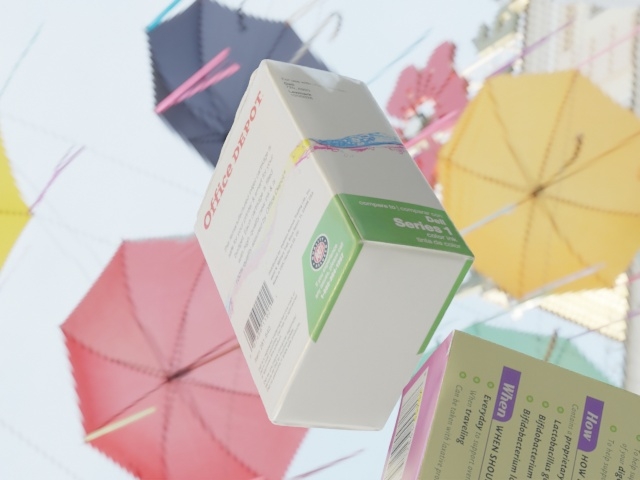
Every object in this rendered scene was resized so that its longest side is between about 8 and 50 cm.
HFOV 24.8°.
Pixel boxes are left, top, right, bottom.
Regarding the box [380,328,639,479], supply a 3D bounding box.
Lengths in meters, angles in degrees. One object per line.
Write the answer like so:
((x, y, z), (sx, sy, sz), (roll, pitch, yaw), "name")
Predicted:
((0.156, 0.208, 0.947), (0.243, 0.117, 0.213), (20, -120, -5), "box")

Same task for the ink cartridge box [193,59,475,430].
((0.000, 0.000, 1.294), (0.117, 0.201, 0.278), (8, -146, -28), "ink cartridge box")
